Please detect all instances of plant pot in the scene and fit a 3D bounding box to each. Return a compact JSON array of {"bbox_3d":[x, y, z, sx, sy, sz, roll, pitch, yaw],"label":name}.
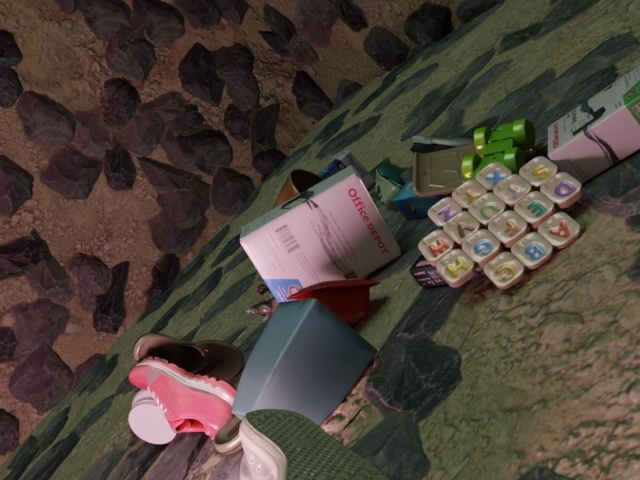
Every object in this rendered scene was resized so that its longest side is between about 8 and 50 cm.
[{"bbox_3d":[-0.058,-0.034,2.292,0.254,0.237,0.237,-51,10,24],"label":"plant pot"},{"bbox_3d":[-0.048,0.253,1.498,0.234,0.165,0.165,-55,18,-22],"label":"plant pot"}]

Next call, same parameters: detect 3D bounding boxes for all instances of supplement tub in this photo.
[{"bbox_3d":[-0.380,0.392,2.000,0.144,0.144,0.200,-35,15,27],"label":"supplement tub"}]

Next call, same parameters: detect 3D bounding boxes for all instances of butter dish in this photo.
[{"bbox_3d":[0.032,0.148,1.697,0.160,0.118,0.160,-2,-12,-32],"label":"butter dish"}]

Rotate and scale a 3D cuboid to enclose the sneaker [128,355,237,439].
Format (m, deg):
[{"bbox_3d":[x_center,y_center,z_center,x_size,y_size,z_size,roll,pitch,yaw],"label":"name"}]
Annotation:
[{"bbox_3d":[-0.327,0.359,1.816,0.313,0.116,0.136,10,57,29],"label":"sneaker"}]

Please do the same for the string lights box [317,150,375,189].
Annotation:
[{"bbox_3d":[0.031,-0.145,2.501,0.259,0.133,0.077,-43,13,-5],"label":"string lights box"}]

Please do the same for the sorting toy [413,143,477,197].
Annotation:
[{"bbox_3d":[0.311,-0.155,1.784,0.208,0.038,0.193,-6,32,11],"label":"sorting toy"}]

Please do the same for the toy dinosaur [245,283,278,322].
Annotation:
[{"bbox_3d":[-0.065,0.116,2.098,0.313,0.121,0.160,-43,25,-21],"label":"toy dinosaur"}]

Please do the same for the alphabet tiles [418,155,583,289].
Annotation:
[{"bbox_3d":[0.313,-0.038,1.419,0.284,0.021,0.278,-36,37,2],"label":"alphabet tiles"}]

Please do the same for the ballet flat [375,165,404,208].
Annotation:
[{"bbox_3d":[0.185,-0.142,2.210,0.086,0.086,0.248,-40,15,9],"label":"ballet flat"}]

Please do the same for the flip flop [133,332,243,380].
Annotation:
[{"bbox_3d":[-0.313,0.286,1.942,0.080,0.277,0.112,12,85,61],"label":"flip flop"}]

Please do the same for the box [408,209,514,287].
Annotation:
[{"bbox_3d":[0.290,0.004,1.533,0.175,0.051,0.220,-49,16,-26],"label":"box"}]

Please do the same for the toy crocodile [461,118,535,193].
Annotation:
[{"bbox_3d":[0.370,-0.161,1.644,0.115,0.105,0.340,-10,27,29],"label":"toy crocodile"}]

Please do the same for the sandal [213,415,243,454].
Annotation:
[{"bbox_3d":[-0.113,0.310,1.643,0.303,0.086,0.120,-44,14,-6],"label":"sandal"}]

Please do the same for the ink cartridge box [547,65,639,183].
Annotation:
[{"bbox_3d":[0.521,-0.206,1.460,0.208,0.087,0.153,-35,15,29],"label":"ink cartridge box"}]

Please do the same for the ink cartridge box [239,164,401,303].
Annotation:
[{"bbox_3d":[0.000,0.000,1.870,0.307,0.223,0.129,-29,15,5],"label":"ink cartridge box"}]

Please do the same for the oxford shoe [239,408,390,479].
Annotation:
[{"bbox_3d":[-0.009,0.368,1.143,0.449,0.169,0.130,-161,76,-66],"label":"oxford shoe"}]

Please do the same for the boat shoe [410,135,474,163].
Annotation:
[{"bbox_3d":[0.316,-0.218,2.054,0.114,0.091,0.302,1,8,-11],"label":"boat shoe"}]

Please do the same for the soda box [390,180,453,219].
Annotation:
[{"bbox_3d":[0.255,-0.103,1.912,0.071,0.067,0.210,-47,16,-18],"label":"soda box"}]
